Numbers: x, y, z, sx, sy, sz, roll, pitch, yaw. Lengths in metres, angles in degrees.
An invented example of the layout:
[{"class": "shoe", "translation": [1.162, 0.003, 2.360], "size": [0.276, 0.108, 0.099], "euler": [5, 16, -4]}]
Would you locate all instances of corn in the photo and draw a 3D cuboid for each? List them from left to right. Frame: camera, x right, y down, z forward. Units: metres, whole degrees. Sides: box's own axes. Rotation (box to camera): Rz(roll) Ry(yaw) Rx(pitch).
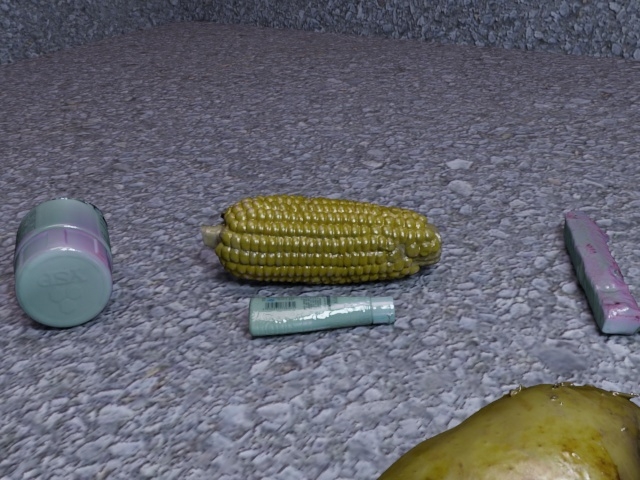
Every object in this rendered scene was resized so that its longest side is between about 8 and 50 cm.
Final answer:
[{"class": "corn", "translation": [0.000, 0.000, 1.024], "size": [0.346, 0.130, 0.130], "euler": [2, 28, 4]}]

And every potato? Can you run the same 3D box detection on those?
[{"class": "potato", "translation": [0.164, 0.216, 0.573], "size": [0.300, 0.140, 0.173], "euler": [-20, 35, -22]}]

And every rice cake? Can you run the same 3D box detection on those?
[{"class": "rice cake", "translation": [0.399, 0.038, 0.996], "size": [0.081, 0.051, 0.290], "euler": [14, 29, 1]}]

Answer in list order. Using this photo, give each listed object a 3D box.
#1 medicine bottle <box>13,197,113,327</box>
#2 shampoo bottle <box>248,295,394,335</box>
[{"class": "medicine bottle", "translation": [-0.359, 0.028, 0.995], "size": [0.135, 0.135, 0.168], "euler": [-11, 28, -16]}, {"class": "shampoo bottle", "translation": [0.002, 0.094, 0.932], "size": [0.190, 0.041, 0.069], "euler": [-3, 22, -1]}]
